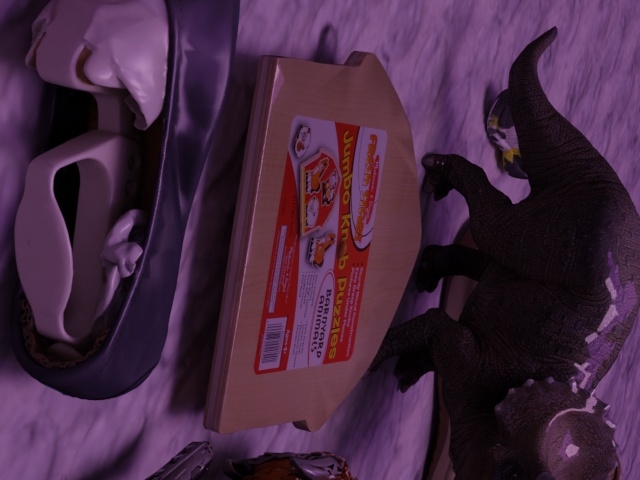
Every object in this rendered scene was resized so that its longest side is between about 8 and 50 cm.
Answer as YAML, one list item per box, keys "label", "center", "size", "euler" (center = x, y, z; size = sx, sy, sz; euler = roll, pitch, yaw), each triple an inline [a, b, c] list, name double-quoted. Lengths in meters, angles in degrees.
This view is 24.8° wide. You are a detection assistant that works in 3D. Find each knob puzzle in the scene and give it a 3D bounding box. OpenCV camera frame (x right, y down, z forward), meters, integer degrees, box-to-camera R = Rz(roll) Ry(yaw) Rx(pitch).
- label: "knob puzzle"
  center: [0.000, 0.000, 0.730]
  size: [0.213, 0.030, 0.213]
  euler: [-32, 127, -56]

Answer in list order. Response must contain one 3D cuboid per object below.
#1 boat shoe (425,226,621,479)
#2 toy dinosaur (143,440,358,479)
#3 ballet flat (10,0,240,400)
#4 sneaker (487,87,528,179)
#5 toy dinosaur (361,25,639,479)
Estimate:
- label: "boat shoe"
  center: [0.139, 0.156, 0.976]
  size: [0.122, 0.110, 0.341]
  euler: [-32, 128, -56]
- label: "toy dinosaur"
  center: [-0.069, 0.213, 0.603]
  size: [0.322, 0.164, 0.218]
  euler: [-28, 111, -36]
- label: "ballet flat"
  center: [-0.075, -0.039, 0.525]
  size: [0.074, 0.074, 0.203]
  euler: [-2, 104, -63]
- label: "sneaker"
  center: [0.129, -0.076, 0.964]
  size: [0.083, 0.031, 0.035]
  euler: [71, 26, -52]
- label: "toy dinosaur"
  center: [0.122, 0.035, 0.839]
  size: [0.313, 0.160, 0.121]
  euler: [-68, 152, -18]
